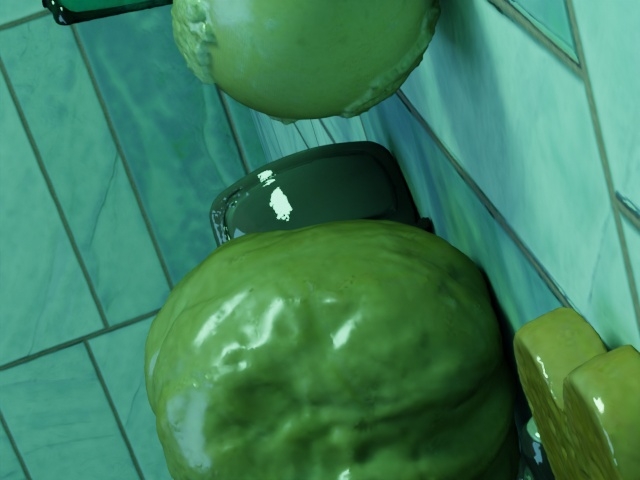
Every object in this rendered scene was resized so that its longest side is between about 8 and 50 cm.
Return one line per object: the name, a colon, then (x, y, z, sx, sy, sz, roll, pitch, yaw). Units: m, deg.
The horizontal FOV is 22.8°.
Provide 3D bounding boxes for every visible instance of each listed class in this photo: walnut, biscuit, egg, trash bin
walnut: (0.010, 0.125, 1.196, 0.253, 0.277, 0.282, -74, -23, -83)
biscuit: (0.185, 0.206, 0.800, 0.275, 0.052, 0.355, -141, 31, -83)
egg: (-0.007, -0.150, 0.937, 0.201, 0.164, 0.164, 115, 135, -79)
trash bin: (0.000, 0.000, 1.473, 0.236, 0.176, 0.101, 69, 180, -71)

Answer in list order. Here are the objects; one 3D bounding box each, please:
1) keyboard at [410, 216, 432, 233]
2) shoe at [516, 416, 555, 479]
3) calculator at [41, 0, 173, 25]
keyboard: (0.074, 0.034, 1.426, 0.013, 0.061, 0.204, 53, 170, 18)
shoe: (0.136, 0.184, 1.013, 0.071, 0.099, 0.169, -116, 5, -53)
calculator: (-0.099, -0.228, 1.162, 0.274, 0.248, 0.058, -118, 16, -68)
